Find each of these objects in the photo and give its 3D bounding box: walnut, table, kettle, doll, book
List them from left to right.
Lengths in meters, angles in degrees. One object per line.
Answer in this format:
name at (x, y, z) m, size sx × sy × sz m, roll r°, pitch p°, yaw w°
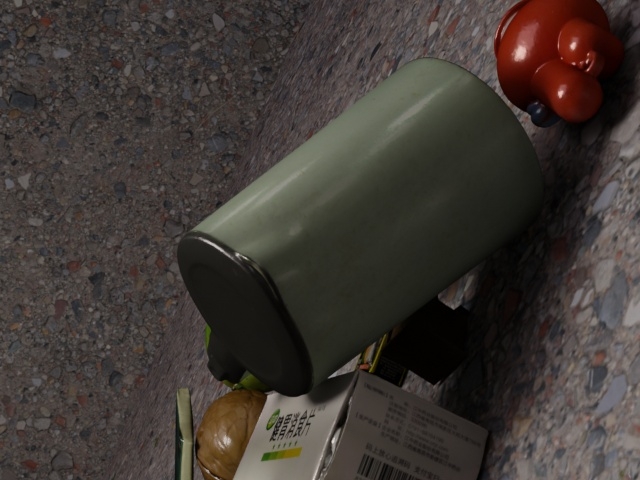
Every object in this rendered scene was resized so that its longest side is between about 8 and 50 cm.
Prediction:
book at (-0.233, 0.469, 1.902) m, size 0.264 × 0.031 × 0.379 m, roll -131°, pitch 42°, yaw -76°
walnut at (-0.121, 0.330, 1.795) m, size 0.167 × 0.167 × 0.207 m, roll -59°, pitch 13°, yaw 19°
kettle at (0.029, 0.006, 1.336) m, size 0.376 × 0.250 × 0.361 m, roll -37°, pitch -8°, yaw -25°
table at (0.135, 0.114, 1.397) m, size 0.070 × 0.083 × 0.082 m, roll -49°, pitch 14°, yaw 38°
doll at (0.283, -0.227, 1.362) m, size 0.161 × 0.130 × 0.290 m, roll -58°, pitch 21°, yaw 15°

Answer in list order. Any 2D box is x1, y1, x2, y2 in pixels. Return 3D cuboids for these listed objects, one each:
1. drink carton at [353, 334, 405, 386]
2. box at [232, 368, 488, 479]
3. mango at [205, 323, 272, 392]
drink carton at (0.105, 0.117, 1.552) m, size 0.166 × 0.056 × 0.071 m, roll -67°, pitch 17°, yaw -15°
box at (0.035, 0.263, 1.300) m, size 0.333 × 0.173 × 0.145 m, roll -32°, pitch 35°, yaw 65°
mango at (-0.061, 0.086, 1.923) m, size 0.382 × 0.201 × 0.225 m, roll -63°, pitch 3°, yaw -7°
